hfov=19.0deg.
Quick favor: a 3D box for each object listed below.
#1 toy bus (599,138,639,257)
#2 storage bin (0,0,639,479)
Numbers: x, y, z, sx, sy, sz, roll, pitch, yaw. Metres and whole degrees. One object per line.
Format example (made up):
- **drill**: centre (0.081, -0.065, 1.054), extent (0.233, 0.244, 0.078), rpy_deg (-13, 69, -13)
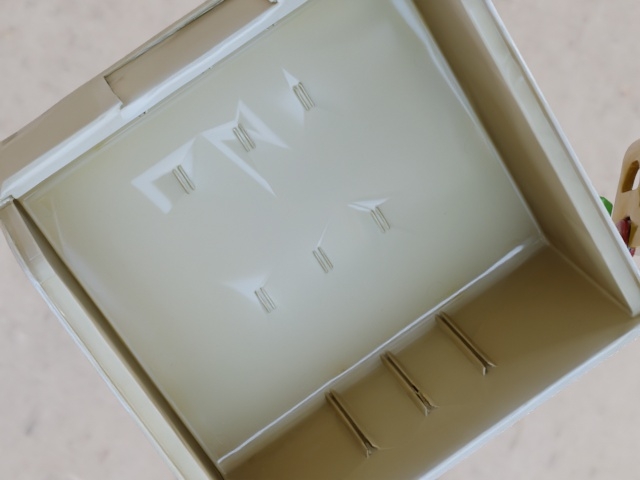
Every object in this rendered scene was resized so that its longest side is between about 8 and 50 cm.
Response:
- **toy bus**: centre (0.251, -0.032, 1.192), extent (0.191, 0.202, 0.104), rpy_deg (16, 83, -52)
- **storage bin**: centre (0.000, 0.000, 1.015), extent (0.262, 0.123, 0.260), rpy_deg (-35, 120, -3)
